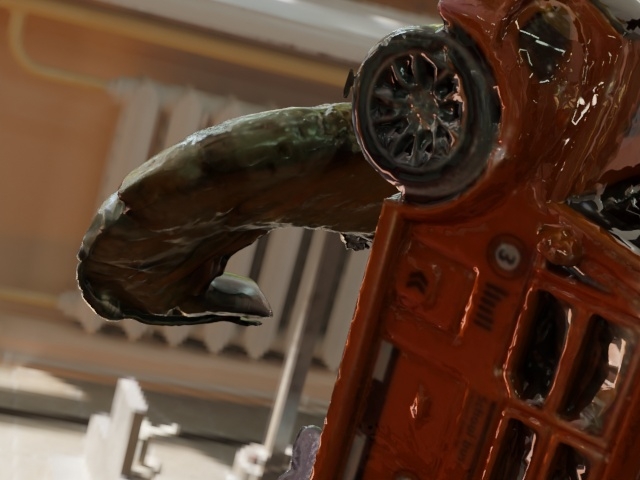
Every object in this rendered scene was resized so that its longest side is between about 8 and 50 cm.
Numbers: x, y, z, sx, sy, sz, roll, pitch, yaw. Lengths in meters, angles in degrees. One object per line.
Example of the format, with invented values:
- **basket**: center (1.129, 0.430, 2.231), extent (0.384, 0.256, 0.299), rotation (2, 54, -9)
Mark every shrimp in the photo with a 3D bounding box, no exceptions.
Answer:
- **shrimp**: center (0.000, 0.000, 0.781), extent (0.365, 0.233, 0.071), rotation (17, 49, -61)

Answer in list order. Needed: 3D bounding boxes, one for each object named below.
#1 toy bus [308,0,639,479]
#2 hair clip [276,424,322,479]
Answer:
- **toy bus**: center (0.081, 0.061, 0.500), extent (0.153, 0.329, 0.143), rotation (28, 25, 31)
- **hair clip**: center (0.003, 0.201, 0.965), extent (0.146, 0.187, 0.056), rotation (11, -22, 46)
